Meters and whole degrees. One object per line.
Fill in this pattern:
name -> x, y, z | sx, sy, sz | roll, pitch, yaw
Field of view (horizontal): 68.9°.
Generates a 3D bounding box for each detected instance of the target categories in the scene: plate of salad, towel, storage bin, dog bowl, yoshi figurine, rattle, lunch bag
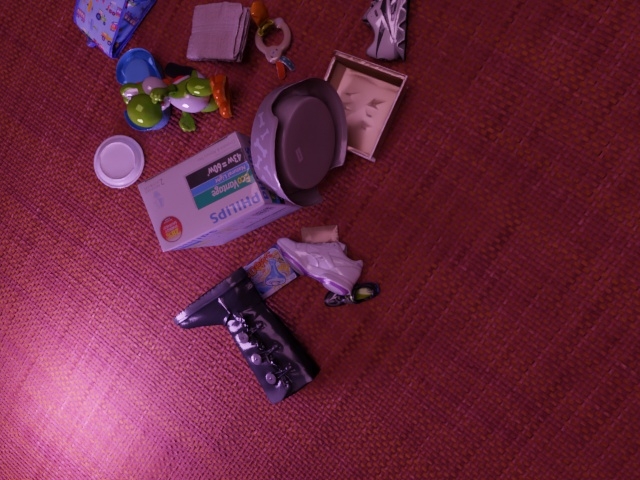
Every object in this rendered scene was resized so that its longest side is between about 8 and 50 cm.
plate of salad -> -0.752, -0.294, 1.750 | 0.200, 0.048, 0.199 | 0, 89, 6
towel -> -0.351, -0.700, 1.576 | 0.283, 0.049, 0.186 | 17, 97, 36
storage bin -> 0.104, -0.418, 1.462 | 0.261, 0.123, 0.262 | 26, 99, 13
dog bowl -> -0.635, -0.539, 1.694 | 0.166, 0.074, 0.296 | -13, 88, 16
yoshi figurine -> -0.484, -0.451, 1.554 | 0.363, 0.203, 0.203 | -1, 115, 0
rattle -> -0.153, -0.651, 1.522 | 0.130, 0.143, 0.199 | -7, 81, -8
lunch bag -> -0.785, -0.836, 1.709 | 0.221, 0.138, 0.293 | 43, 111, 8
dog bowl -> -0.056, -0.270, 1.291 | 0.102, 0.349, 0.348 | 13, 96, 32

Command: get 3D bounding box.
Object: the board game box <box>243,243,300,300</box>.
board game box -> -0.189, 0.121, 1.610 | 0.201, 0.035, 0.136 | -36, 82, 15

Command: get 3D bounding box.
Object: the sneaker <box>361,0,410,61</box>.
sneaker -> 0.200, -0.720, 1.424 | 0.147, 0.122, 0.329 | 6, 93, 14

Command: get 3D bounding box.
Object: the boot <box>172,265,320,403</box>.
boot -> -0.262, 0.358, 1.596 | 0.367, 0.146, 0.445 | -34, 95, 32

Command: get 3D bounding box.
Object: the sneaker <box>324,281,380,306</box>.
sneaker -> 0.097, 0.174, 1.508 | 0.188, 0.078, 0.066 | -14, 88, 17

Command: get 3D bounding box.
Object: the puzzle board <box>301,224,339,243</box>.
puzzle board -> 0.000, 0.000, 1.565 | 0.128, 0.011, 0.096 | -5, 92, 17

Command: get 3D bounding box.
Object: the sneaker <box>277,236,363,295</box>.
sneaker -> -0.001, 0.057, 1.524 | 0.305, 0.114, 0.152 | 29, 71, 20

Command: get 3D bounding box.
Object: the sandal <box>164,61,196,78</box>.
sandal -> -0.487, -0.593, 1.672 | 0.179, 0.040, 0.067 | 31, 94, 27

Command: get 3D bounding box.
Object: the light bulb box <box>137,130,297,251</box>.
light bulb box -> -0.291, -0.139, 1.461 | 0.358, 0.361, 0.225 | -24, 86, 15
